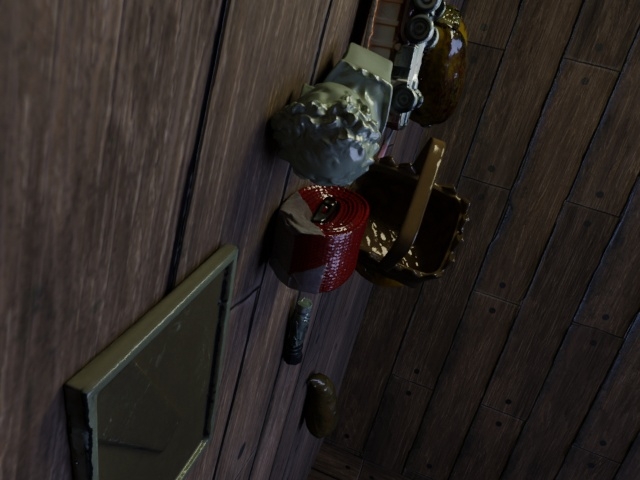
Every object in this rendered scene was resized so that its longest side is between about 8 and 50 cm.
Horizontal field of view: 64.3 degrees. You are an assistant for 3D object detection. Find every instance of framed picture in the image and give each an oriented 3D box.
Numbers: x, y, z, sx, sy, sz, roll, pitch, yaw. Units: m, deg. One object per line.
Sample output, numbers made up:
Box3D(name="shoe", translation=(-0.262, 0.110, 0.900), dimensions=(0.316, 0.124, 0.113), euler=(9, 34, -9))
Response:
Box3D(name="framed picture", translation=(-0.172, 0.198, 0.558), dimensions=(0.247, 0.022, 0.335), euler=(-53, 159, -57))

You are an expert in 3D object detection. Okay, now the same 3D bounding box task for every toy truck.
Box3D(name="toy truck", translation=(0.118, -0.325, 0.837), dimensions=(0.114, 0.135, 0.271), euler=(-36, 139, -67))

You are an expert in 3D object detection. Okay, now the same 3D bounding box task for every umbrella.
Box3D(name="umbrella", translation=(-0.052, 0.197, 1.098), dimensions=(0.046, 0.050, 0.188), euler=(-31, 145, -41))

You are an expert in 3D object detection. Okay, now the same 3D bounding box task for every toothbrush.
Box3D(name="toothbrush", translation=(0.190, -0.275, 1.536), dimensions=(0.025, 0.020, 0.287), euler=(78, 31, -54))

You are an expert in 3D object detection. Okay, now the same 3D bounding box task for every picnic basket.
Box3D(name="picnic basket", translation=(0.171, -0.055, 1.106), dimensions=(0.321, 0.291, 0.254), euler=(114, -1, -73))

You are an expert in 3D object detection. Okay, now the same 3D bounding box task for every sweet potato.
Box3D(name="sweet potato", translation=(0.003, 0.585, 1.825), dimensions=(0.423, 0.130, 0.131), euler=(89, 22, -43))

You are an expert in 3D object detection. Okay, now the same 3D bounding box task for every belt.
Box3D(name="belt", translation=(0.000, 0.000, 0.792), dimensions=(0.201, 0.127, 0.124), euler=(-53, 158, -61))

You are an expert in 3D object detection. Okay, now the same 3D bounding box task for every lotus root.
Box3D(name="lotus root", translation=(0.308, -0.456, 1.385), dimensions=(0.397, 0.179, 0.196), euler=(86, 28, -62))

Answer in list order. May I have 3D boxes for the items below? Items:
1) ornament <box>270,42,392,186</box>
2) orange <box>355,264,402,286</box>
Box3D(name="ornament", translation=(0.036, -0.168, 0.691), dimensions=(0.120, 0.130, 0.285), euler=(-63, 176, 38))
Box3D(name="orange", translation=(0.197, -0.002, 1.399), dimensions=(0.274, 0.274, 0.274), euler=(19, 90, -79))
